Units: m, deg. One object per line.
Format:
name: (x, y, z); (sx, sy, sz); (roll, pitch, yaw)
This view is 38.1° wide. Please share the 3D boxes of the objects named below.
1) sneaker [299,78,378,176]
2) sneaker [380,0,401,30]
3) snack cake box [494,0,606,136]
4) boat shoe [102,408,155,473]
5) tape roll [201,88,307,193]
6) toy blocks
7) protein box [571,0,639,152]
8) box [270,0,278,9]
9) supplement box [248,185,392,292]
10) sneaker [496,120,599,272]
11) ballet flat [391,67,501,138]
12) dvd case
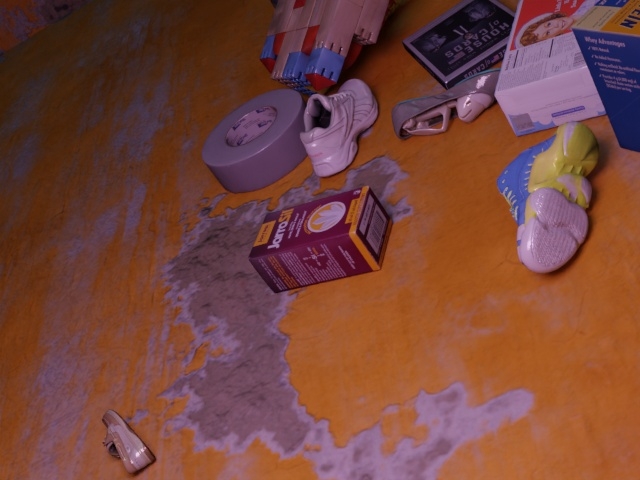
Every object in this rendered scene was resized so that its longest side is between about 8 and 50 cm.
sneaker: (0.029, -0.223, 1.607); (0.090, 0.115, 0.232); (-13, 38, 31)
sneaker: (0.111, -0.461, 1.886); (0.208, 0.081, 0.094); (-47, 33, 1)
snack cake box: (0.369, -0.286, 1.409); (0.152, 0.089, 0.264); (-13, 38, 34)
boat shoe: (-0.279, 0.280, 1.293); (0.045, 0.050, 0.135); (-40, 32, -18)
tape roll: (-0.112, -0.187, 1.731); (0.219, 0.072, 0.219); (-24, 35, 18)
toy blocks: (-0.002, -0.396, 1.770); (0.381, 0.191, 0.261); (14, 85, 62)
protein box: (0.451, -0.210, 1.128); (0.136, 0.201, 0.200); (-43, 33, -13)
box: (0.000, -0.590, 2.166); (0.183, 0.059, 0.233); (-40, 33, -9)
supplement box: (0.000, 0.000, 1.375); (0.188, 0.081, 0.104); (-14, 38, 30)
sneaker: (0.281, -0.044, 1.198); (0.126, 0.091, 0.240); (-24, 29, 51)
ballet flat: (0.213, -0.211, 1.488); (0.213, 0.072, 0.068); (-15, 64, 29)
dvd case: (0.261, -0.361, 1.660); (0.179, 0.029, 0.238); (-33, 32, 4)
